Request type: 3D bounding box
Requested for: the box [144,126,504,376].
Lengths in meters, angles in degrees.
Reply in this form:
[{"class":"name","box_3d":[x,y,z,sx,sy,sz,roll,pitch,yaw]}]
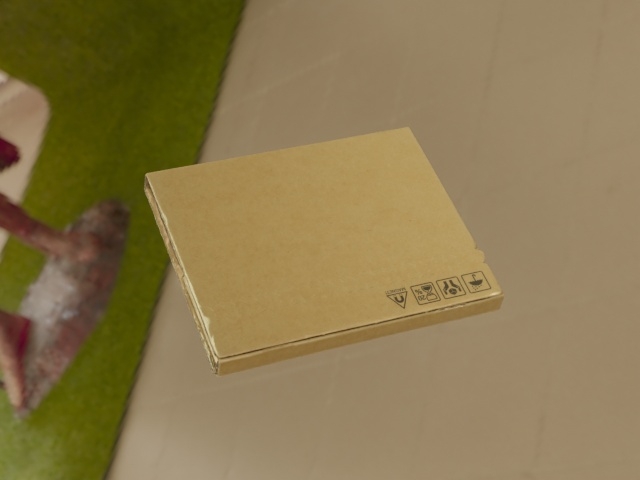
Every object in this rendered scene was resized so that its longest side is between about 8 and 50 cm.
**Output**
[{"class":"box","box_3d":[0.000,0.000,0.901,0.021,0.201,0.164,101,151,-49]}]
